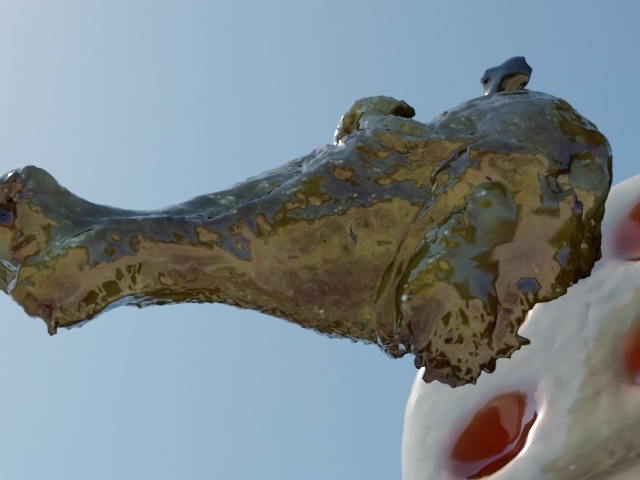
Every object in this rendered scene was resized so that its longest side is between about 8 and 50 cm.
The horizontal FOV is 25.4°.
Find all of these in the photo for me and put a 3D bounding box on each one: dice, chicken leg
[{"bbox_3d":[0.258,0.141,0.925,0.304,0.277,0.304,-34,-64,30],"label":"dice"},{"bbox_3d":[0.012,0.010,0.794,0.211,0.361,0.140,45,-34,49],"label":"chicken leg"}]
